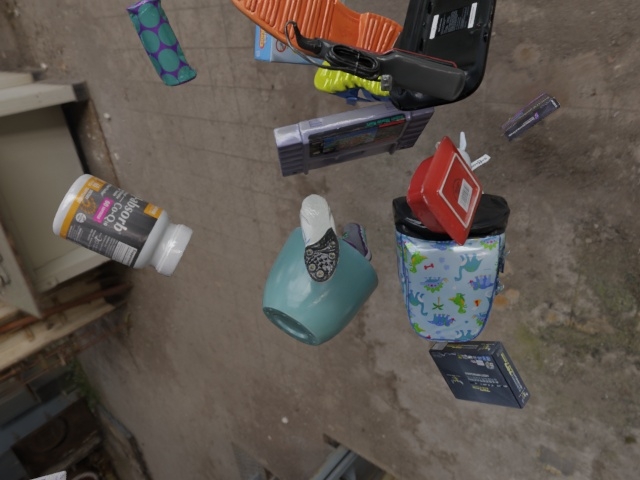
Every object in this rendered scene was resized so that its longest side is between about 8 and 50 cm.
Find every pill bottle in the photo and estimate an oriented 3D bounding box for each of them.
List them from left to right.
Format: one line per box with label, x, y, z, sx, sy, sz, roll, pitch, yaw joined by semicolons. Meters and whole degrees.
pill bottle;-0.460;-0.028;1.112;0.278;0.162;0.162;26;142;-17

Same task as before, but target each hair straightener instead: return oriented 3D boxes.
hair straightener;0.068;-0.215;0.558;0.230;0.089;0.047;15;121;-13

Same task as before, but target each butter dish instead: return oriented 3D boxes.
butter dish;0.218;-0.087;0.893;0.118;0.160;0.160;-9;136;48

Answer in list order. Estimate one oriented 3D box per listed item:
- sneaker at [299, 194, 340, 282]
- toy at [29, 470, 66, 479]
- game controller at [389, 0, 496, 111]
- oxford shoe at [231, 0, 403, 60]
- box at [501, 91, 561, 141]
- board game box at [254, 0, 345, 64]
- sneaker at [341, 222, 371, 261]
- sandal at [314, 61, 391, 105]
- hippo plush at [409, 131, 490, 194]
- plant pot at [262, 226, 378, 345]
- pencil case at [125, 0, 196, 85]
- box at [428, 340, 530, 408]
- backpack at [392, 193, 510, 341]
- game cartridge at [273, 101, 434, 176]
sneaker;0.000;0.000;1.073;0.085;0.237;0.086;-9;143;4
toy;-0.499;0.445;0.677;0.056;0.237;0.137;20;104;49
game controller;0.222;-0.374;0.834;0.166;0.319;0.067;4;159;30
oxford shoe;-0.010;-0.399;0.891;0.133;0.364;0.130;25;97;65
box;0.453;-0.271;1.019;0.116;0.162;0.029;-37;96;27
board game box;-0.058;-0.729;1.501;0.086;0.302;0.308;27;119;40
sneaker;0.093;-0.002;1.503;0.083;0.098;0.223;-58;26;23
sandal;0.141;-0.419;1.243;0.317;0.138;0.126;20;87;39
hippo plush;0.418;-0.178;1.434;0.294;0.236;0.234;-45;80;8
plant pot;-0.022;0.146;1.295;0.293;0.235;0.293;27;154;14
pencil case;-0.289;-0.362;0.857;0.064;0.070;0.151;0;126;36
box;0.441;0.372;1.317;0.233;0.059;0.183;-16;108;57
backpack;0.324;0.084;1.197;0.290;0.273;0.355;1;130;4
game cartridge;0.071;-0.238;1.103;0.230;0.355;0.068;114;143;-85
